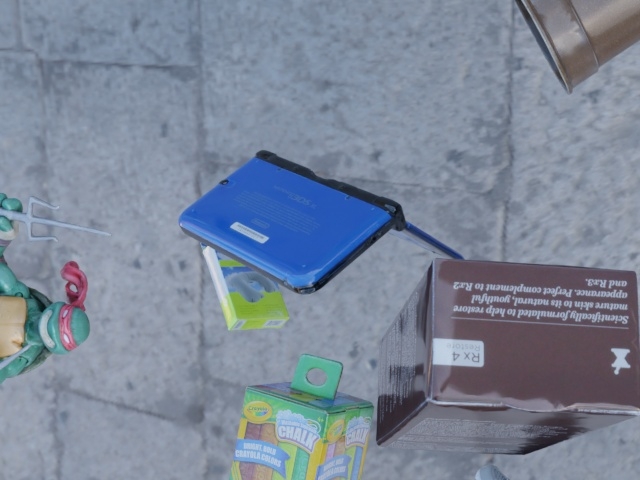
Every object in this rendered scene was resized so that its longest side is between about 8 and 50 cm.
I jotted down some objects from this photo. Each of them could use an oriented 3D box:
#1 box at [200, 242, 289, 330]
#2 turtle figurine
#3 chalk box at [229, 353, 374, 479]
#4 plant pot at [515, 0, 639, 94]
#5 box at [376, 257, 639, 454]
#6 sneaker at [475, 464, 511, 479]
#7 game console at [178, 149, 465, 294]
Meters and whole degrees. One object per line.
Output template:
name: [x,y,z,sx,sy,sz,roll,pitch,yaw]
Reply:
box: [-0.130,0.067,1.788,0.042,0.109,0.178,-49,52,42]
turtle figurine: [-0.267,0.066,0.795,0.234,0.118,0.175,-5,62,6]
chalk box: [-0.022,0.259,1.374,0.132,0.132,0.213,11,93,31]
plant pot: [0.311,-0.275,1.162,0.165,0.167,0.167,-28,84,12]
box: [0.172,0.134,1.076,0.191,0.381,0.143,4,75,-4]
sneaker: [0.385,0.482,1.837,0.115,0.105,0.281,-51,43,5]
game console: [0.000,0.000,1.411,0.293,0.250,0.173,25,146,46]
